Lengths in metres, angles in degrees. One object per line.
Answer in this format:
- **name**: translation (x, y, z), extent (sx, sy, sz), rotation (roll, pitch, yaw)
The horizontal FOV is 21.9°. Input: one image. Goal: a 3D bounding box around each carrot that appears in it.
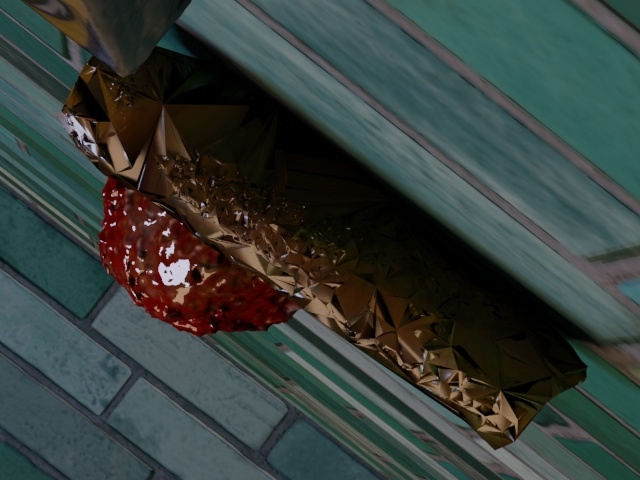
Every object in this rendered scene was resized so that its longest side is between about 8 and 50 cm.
- **carrot**: translation (0.000, 0.001, 0.656), extent (0.228, 0.069, 0.069), rotation (36, 172, 2)

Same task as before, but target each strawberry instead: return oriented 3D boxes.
- **strawberry**: translation (-0.070, 0.013, 0.970), extent (0.192, 0.085, 0.140), rotation (28, 166, 42)

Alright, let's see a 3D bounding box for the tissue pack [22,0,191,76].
- **tissue pack**: translation (-0.094, -0.116, 0.408), extent (0.148, 0.060, 0.108), rotation (38, 172, 10)
